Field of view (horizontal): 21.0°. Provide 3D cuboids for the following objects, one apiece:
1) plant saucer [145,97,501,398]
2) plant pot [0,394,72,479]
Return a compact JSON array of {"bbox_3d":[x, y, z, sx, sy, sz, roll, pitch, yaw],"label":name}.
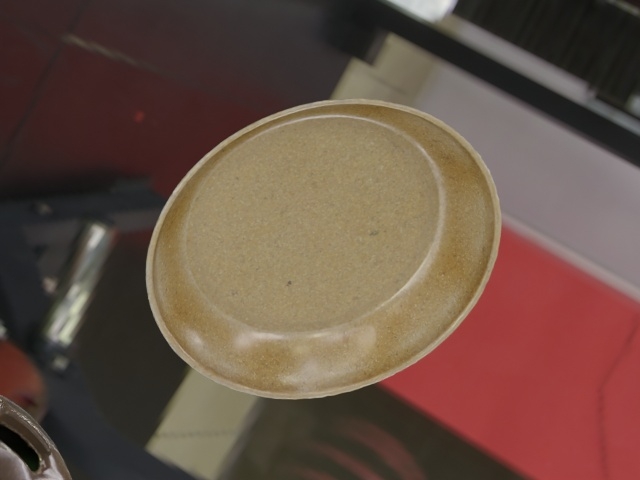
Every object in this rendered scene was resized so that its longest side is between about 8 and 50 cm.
[{"bbox_3d":[0.000,0.000,0.400,0.083,0.015,0.083,-8,126,-11],"label":"plant saucer"},{"bbox_3d":[-0.183,0.113,0.606,0.167,0.165,0.166,5,84,-56],"label":"plant pot"}]
